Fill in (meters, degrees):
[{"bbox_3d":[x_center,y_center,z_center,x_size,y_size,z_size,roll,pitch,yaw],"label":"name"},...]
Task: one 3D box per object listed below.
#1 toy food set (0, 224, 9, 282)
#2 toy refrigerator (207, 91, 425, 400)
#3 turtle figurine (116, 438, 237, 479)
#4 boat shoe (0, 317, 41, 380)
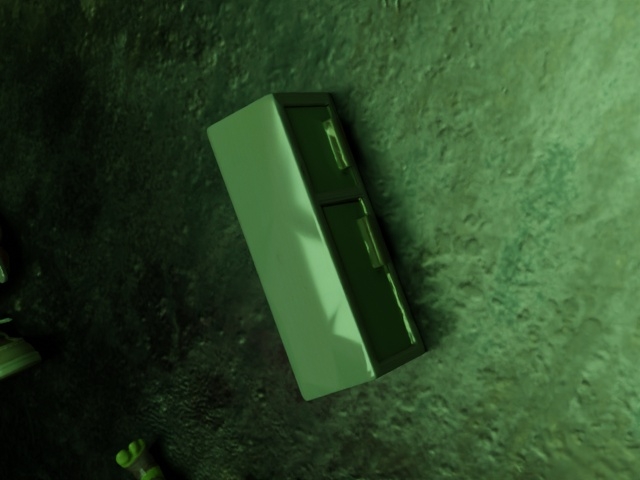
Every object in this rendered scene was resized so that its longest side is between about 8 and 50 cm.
[{"bbox_3d":[-0.444,0.020,1.212,0.217,0.071,0.128,-25,92,36],"label":"toy food set"},{"bbox_3d":[0.000,0.000,0.904,0.094,0.102,0.270,-24,84,33],"label":"toy refrigerator"},{"bbox_3d":[-0.153,0.322,1.063,0.217,0.087,0.270,39,94,25],"label":"turtle figurine"},{"bbox_3d":[-0.468,0.144,1.222,0.285,0.104,0.089,-10,95,34],"label":"boat shoe"}]
